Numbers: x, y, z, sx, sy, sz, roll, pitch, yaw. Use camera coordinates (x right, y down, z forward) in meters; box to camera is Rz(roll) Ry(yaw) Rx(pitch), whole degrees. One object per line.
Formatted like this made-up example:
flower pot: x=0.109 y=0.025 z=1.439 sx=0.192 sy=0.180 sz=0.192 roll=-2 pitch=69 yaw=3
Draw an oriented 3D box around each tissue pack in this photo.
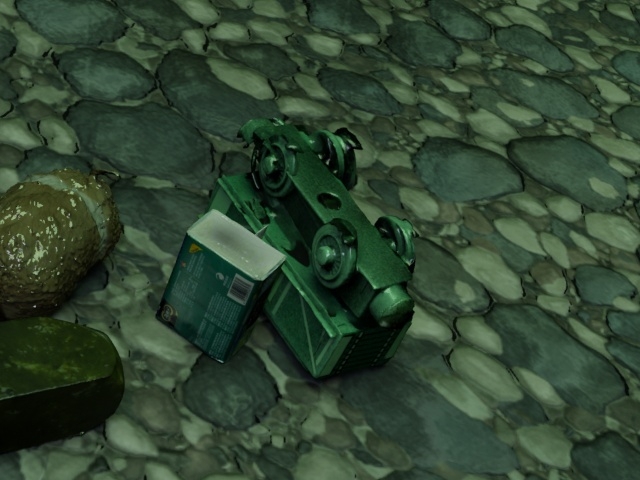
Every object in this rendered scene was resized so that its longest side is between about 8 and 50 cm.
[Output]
tissue pack: x=-0.086 y=0.036 z=1.168 sx=0.085 sy=0.111 sz=0.079 roll=33 pitch=39 yaw=11

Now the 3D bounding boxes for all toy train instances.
toy train: x=0.000 y=0.000 z=1.218 sx=0.115 sy=0.154 sz=0.269 roll=-13 pitch=52 yaw=-35

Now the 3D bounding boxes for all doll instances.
doll: x=-0.258 y=0.013 z=1.121 sx=0.105 sy=0.115 sz=0.221 roll=38 pitch=47 yaw=1

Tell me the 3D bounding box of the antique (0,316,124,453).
antique: x=-0.265 y=0.120 z=1.012 sx=0.221 sy=0.081 sz=0.080 roll=-10 pitch=52 yaw=-35
